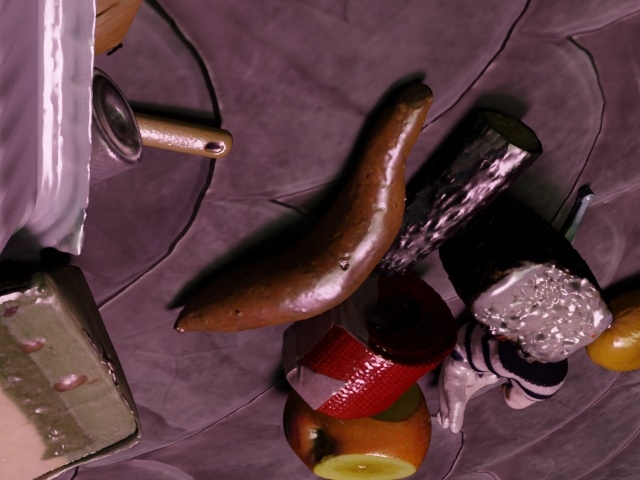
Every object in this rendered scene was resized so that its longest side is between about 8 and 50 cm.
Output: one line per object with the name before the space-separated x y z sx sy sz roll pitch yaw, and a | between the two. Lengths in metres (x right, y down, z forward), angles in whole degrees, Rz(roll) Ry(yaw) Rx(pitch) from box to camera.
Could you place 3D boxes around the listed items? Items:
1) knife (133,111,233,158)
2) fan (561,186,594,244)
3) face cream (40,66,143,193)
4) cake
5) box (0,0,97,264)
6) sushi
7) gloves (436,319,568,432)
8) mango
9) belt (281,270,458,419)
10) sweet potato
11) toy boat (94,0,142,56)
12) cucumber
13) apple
knife | -0.190 -0.101 0.761 0.298 0.017 0.047 7 132 -35
fan | 0.289 0.004 1.224 0.038 0.016 0.193 -14 145 -15
face cream | -0.259 -0.032 0.718 0.283 0.073 0.073 -22 148 15
cake | -0.253 0.058 0.777 0.158 0.172 0.283 -21 150 -10
box | -0.258 -0.090 0.549 0.264 0.106 0.336 6 130 -9
sushi | 0.223 0.039 1.127 0.124 0.127 0.225 -39 137 19
gloves | 0.213 0.164 1.314 0.140 0.131 0.219 -11 174 -25
mango | 0.462 0.112 1.423 0.237 0.091 0.137 -15 150 -26
belt | 0.048 0.112 1.090 0.124 0.128 0.201 -47 161 28
sweet potato | 0.007 0.000 0.975 0.108 0.079 0.346 29 116 -37
toy boat | -0.214 -0.133 0.658 0.206 0.064 0.072 -23 140 -12
cucumber | 0.128 -0.033 1.024 0.078 0.062 0.211 7 133 -41
apple | 0.038 0.210 1.195 0.147 0.163 0.146 -6 145 -35
